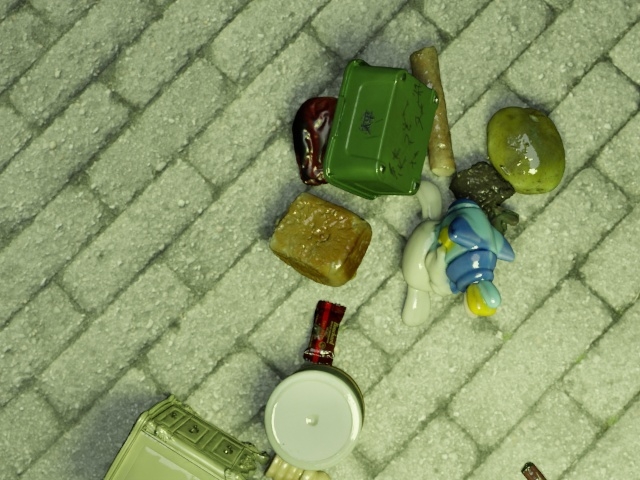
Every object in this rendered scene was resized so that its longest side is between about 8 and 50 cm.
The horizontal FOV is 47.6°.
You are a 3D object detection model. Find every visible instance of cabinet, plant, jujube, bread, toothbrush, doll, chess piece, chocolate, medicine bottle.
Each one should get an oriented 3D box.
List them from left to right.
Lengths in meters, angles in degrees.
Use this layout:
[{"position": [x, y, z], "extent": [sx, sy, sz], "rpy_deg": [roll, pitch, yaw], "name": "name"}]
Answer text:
[{"position": [-0.322, 0.571, 1.787], "extent": [0.318, 0.290, 0.227], "rpy_deg": [29, 89, 5], "name": "cabinet"}, {"position": [-0.051, 0.602, 1.869], "extent": [0.171, 0.094, 0.094], "rpy_deg": [29, 87, -1], "name": "chess piece"}, {"position": [-0.009, 0.433, 1.804], "extent": [0.238, 0.232, 0.237], "rpy_deg": [0, 85, 4], "name": "medicine bottle"}, {"position": [0.000, 0.000, 1.883], "extent": [0.246, 0.176, 0.195], "rpy_deg": [27, 76, 21], "name": "bread"}, {"position": [0.003, -0.262, 1.920], "extent": [0.168, 0.168, 0.236], "rpy_deg": [9, 88, 6], "name": "jujube"}, {"position": [0.011, 0.240, 1.896], "extent": [0.086, 0.028, 0.182], "rpy_deg": [14, 56, 6], "name": "chocolate"}, {"position": [0.331, 0.034, 1.788], "extent": [0.187, 0.366, 0.375], "rpy_deg": [-14, 98, -28], "name": "doll"}, {"position": [0.431, -0.099, 1.882], "extent": [0.131, 0.142, 0.203], "rpy_deg": [-34, 73, -9], "name": "plant"}, {"position": [0.634, 0.711, 1.820], "extent": [0.041, 0.041, 0.364], "rpy_deg": [-39, 83, 0], "name": "toothbrush"}]

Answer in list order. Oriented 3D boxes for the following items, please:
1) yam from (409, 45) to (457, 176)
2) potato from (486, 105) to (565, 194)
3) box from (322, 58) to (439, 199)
[{"position": [0.301, -0.342, 1.941], "extent": [0.081, 0.081, 0.356], "rpy_deg": [-9, 80, 4], "name": "yam"}, {"position": [0.530, -0.235, 1.877], "extent": [0.197, 0.148, 0.228], "rpy_deg": [-2, 78, 9], "name": "potato"}, {"position": [0.163, -0.271, 1.841], "extent": [0.178, 0.253, 0.328], "rpy_deg": [13, 88, 38], "name": "box"}]
